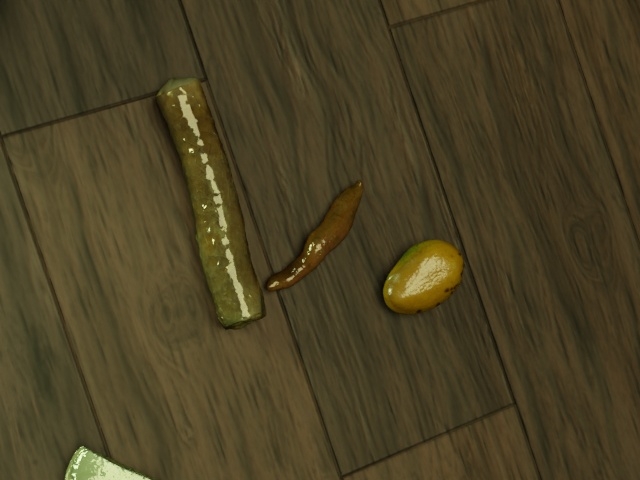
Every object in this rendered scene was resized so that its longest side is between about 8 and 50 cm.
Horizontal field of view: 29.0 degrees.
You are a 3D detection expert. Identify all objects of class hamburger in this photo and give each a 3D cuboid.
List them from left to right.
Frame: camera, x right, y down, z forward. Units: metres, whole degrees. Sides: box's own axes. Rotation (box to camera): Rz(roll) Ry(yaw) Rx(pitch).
[{"bbox_3d":[-0.229,0.285,1.357,0.121,0.054,0.084,29,79,-12],"label":"hamburger"}]

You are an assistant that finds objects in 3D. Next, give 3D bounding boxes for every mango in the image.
[{"bbox_3d":[0.125,0.046,1.506,0.114,0.057,0.079,-33,103,-17],"label":"mango"}]

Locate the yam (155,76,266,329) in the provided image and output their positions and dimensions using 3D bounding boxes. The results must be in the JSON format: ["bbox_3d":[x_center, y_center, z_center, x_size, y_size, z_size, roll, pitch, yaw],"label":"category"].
[{"bbox_3d":[-0.125,-0.045,1.423,0.066,0.066,0.300,-15,88,-21],"label":"yam"}]

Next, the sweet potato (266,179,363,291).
[{"bbox_3d":[0.002,-0.001,1.474,0.044,0.044,0.179,42,72,-11],"label":"sweet potato"}]
